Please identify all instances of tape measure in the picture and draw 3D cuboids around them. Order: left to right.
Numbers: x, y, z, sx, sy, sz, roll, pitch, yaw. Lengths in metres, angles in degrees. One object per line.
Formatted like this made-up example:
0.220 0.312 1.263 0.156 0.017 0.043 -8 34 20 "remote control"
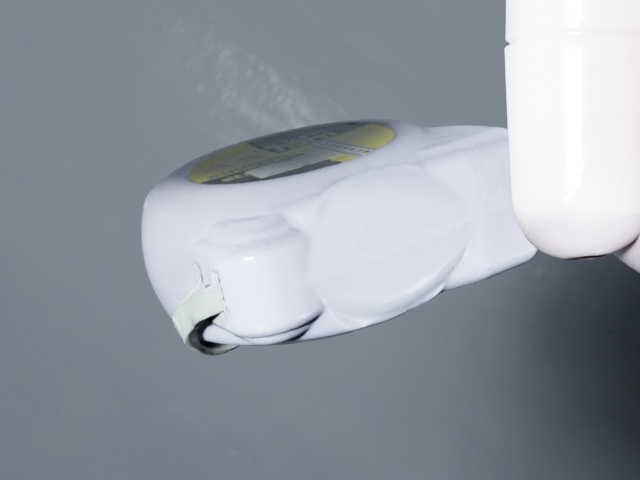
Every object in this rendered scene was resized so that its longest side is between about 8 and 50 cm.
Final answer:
0.001 -0.001 0.648 0.178 0.196 0.105 26 132 65 "tape measure"

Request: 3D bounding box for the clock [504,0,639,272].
0.279 -0.072 0.461 0.326 0.342 0.184 -8 90 42 "clock"
